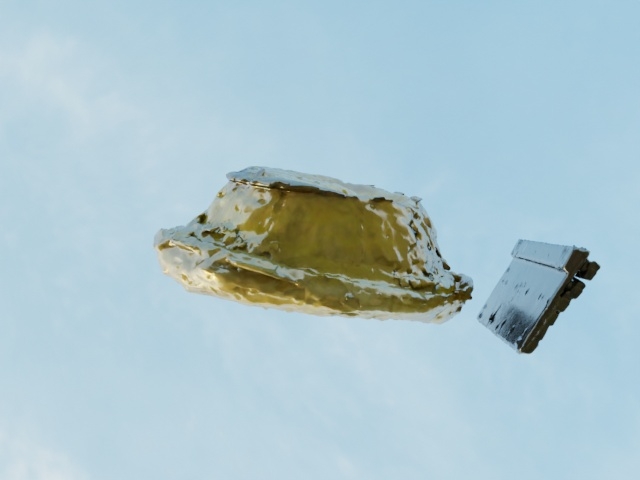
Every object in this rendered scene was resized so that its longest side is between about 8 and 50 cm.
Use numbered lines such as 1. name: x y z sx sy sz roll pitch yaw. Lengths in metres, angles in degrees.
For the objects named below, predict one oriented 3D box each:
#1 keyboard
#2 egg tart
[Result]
1. keyboard: 0.113 0.028 0.782 0.018 0.195 0.060 33 -88 0
2. egg tart: 0.000 0.000 0.854 0.191 0.191 0.074 9 -85 -13
